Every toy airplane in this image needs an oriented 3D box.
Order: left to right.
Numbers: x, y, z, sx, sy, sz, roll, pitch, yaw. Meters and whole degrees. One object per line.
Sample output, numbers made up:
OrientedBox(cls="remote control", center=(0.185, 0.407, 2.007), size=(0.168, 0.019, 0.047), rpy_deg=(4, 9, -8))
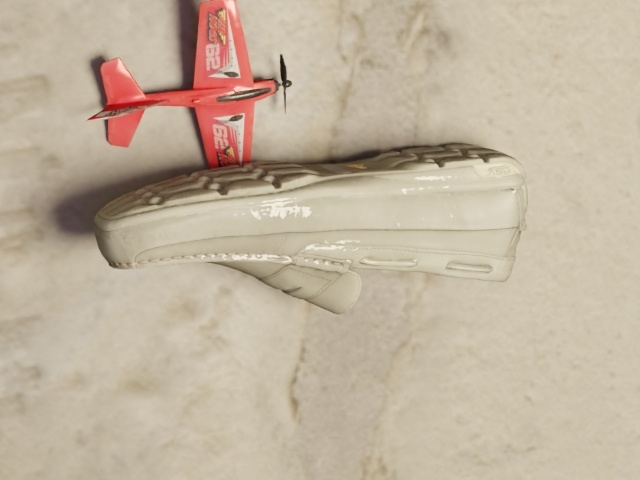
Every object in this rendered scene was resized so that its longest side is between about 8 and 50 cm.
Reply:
OrientedBox(cls="toy airplane", center=(-0.093, -0.099, 1.210), size=(0.151, 0.028, 0.151), rpy_deg=(-8, 120, -15))

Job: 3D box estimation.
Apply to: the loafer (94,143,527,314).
OrientedBox(cls="loafer", center=(0.000, 0.000, 1.212), size=(0.320, 0.112, 0.111), rpy_deg=(-5, 103, -17))
